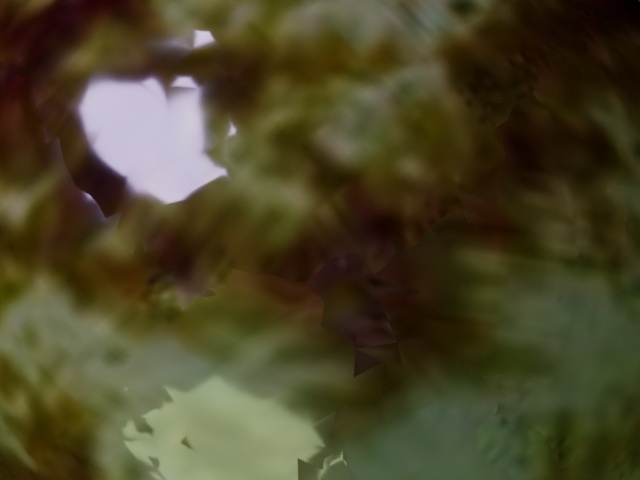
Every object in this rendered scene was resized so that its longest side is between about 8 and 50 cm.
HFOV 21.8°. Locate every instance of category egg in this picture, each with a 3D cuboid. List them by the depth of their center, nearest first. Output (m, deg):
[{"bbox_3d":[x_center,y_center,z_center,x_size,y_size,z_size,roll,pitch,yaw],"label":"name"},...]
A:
[{"bbox_3d":[-0.012,-0.007,0.499,0.289,0.238,0.238,45,150,19],"label":"egg"}]
